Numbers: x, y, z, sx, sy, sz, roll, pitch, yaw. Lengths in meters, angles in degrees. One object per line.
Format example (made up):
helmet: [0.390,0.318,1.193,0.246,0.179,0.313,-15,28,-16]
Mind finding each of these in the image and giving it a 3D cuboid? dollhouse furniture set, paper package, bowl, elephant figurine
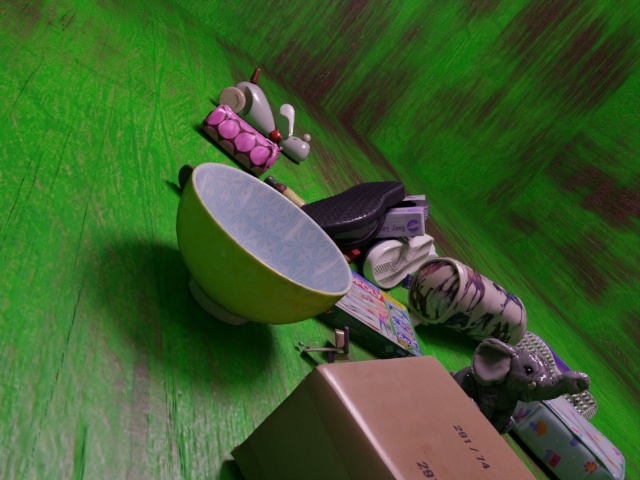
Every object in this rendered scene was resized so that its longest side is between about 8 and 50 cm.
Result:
dollhouse furniture set: [0.005,0.189,0.977,0.081,0.091,0.114,-2,-5,0]
paper package: [0.111,0.303,0.657,0.309,0.168,0.325,12,33,-53]
bowl: [-0.108,0.034,0.879,0.289,0.156,0.289,35,18,-13]
elephant figurine: [0.372,0.270,1.135,0.186,0.239,0.169,46,19,19]

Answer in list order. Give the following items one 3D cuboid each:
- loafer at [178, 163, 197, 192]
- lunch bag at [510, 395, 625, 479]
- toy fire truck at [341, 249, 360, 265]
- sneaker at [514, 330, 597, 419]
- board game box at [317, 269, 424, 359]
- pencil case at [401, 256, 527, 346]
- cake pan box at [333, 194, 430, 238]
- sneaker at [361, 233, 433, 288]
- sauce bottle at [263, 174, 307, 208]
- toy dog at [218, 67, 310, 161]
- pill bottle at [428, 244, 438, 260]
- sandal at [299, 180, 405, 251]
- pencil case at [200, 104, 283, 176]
loafer: [-0.215,-0.086,1.126,0.148,0.056,0.050,50,17,0]
lunch bag: [0.535,0.431,1.292,0.279,0.108,0.224,48,16,21]
toy fire truck: [0.000,0.000,1.355,0.135,0.047,0.192,49,21,23]
sneaker: [0.680,0.391,1.711,0.293,0.102,0.146,52,17,21]
board game box: [0.063,0.125,1.186,0.317,0.046,0.214,34,19,-17]
pencil case: [0.382,0.175,1.494,0.410,0.183,0.160,25,27,-44]
cake pan box: [0.154,-0.063,1.535,0.266,0.070,0.246,-2,16,13]
sneaker: [0.166,0.030,1.532,0.148,0.131,0.350,24,16,26]
sauce bottle: [-0.088,-0.114,1.461,0.128,0.042,0.042,43,18,4]
toy dog: [-0.155,-0.410,1.841,0.333,0.161,0.220,30,20,-27]
pill bottle: [0.309,0.021,1.856,0.087,0.087,0.160,26,22,-37]
sandal: [0.082,-0.047,1.305,0.167,0.107,0.445,3,16,29]
pencil case: [-0.202,-0.259,1.490,0.209,0.098,0.095,38,18,-2]
